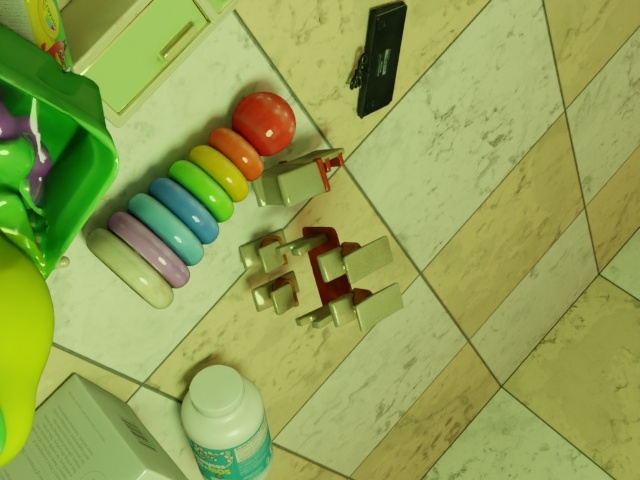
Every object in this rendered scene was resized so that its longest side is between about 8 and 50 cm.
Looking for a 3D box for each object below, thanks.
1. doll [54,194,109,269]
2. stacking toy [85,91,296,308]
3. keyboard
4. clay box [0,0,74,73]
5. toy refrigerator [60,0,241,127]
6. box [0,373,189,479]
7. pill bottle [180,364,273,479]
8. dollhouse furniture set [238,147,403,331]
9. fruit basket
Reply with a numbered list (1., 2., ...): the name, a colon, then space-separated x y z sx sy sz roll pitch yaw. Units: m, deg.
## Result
1. doll: -0.347 -0.006 0.959 0.189 0.046 0.129 -44 145 -10
2. stacking toy: -0.154 -0.069 1.061 0.330 0.141 0.141 -48 147 -13
3. keyboard: 0.084 -0.278 1.225 0.108 0.023 0.180 -32 142 -36
4. clay box: -0.312 -0.157 0.782 0.222 0.128 0.053 91 11 -45
5. toy refrigerator: -0.178 -0.263 0.866 0.269 0.094 0.102 -48 146 -5
6. box: -0.394 0.410 1.153 0.345 0.215 0.168 -45 147 -8
7. pill bottle: -0.168 0.336 1.409 0.146 0.146 0.264 -33 142 -24
8. dollhouse furniture set: 0.000 0.000 1.208 0.135 0.262 0.259 -26 108 -36
9. fruit basket: -0.334 0.018 0.622 0.283 0.392 0.392 31 98 -20
